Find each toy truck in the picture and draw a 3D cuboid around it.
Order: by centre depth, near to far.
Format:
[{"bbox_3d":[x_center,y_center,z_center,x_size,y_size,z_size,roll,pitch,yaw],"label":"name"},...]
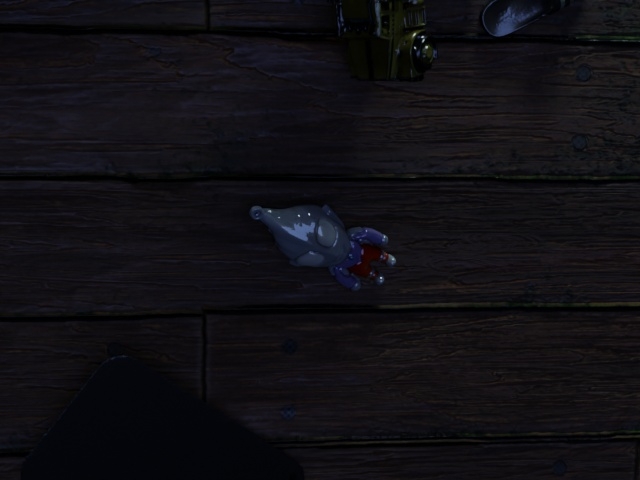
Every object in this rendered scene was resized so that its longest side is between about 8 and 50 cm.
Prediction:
[{"bbox_3d":[0.070,-0.331,1.664,0.127,0.127,0.257,-30,119,-47],"label":"toy truck"}]

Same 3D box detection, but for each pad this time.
[{"bbox_3d":[-0.248,0.356,1.831,0.375,0.063,0.315,38,93,-24],"label":"pad"}]

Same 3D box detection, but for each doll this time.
[{"bbox_3d":[0.000,0.000,1.774,0.228,0.075,0.102,26,106,-25],"label":"doll"}]

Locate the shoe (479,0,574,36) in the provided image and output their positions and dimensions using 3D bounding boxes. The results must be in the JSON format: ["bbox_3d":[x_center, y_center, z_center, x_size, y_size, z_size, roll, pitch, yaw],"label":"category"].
[{"bbox_3d":[0.308,-0.342,1.763,0.179,0.049,0.071,-32,105,-2],"label":"shoe"}]
